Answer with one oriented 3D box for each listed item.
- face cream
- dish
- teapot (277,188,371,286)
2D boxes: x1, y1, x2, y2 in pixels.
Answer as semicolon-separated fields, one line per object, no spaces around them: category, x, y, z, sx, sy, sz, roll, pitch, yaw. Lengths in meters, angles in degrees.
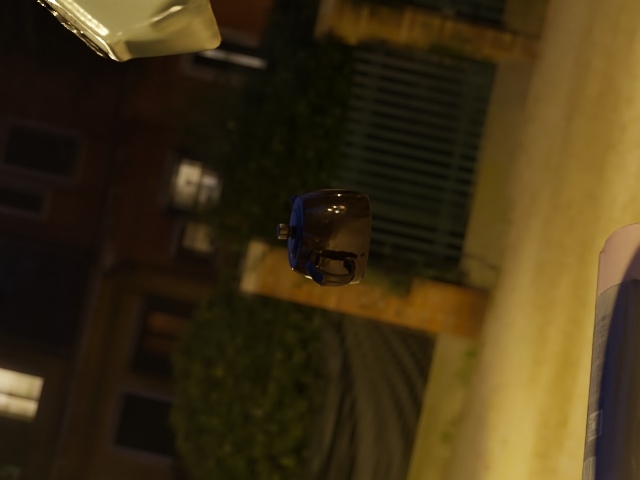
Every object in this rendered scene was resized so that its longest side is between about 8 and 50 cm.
face cream;0.258;0.123;1.618;0.107;0.073;0.269;109;168;-66
dish;-0.193;-0.217;1.487;0.080;0.243;0.182;-50;-4;-4
teapot;0.000;0.000;1.544;0.121;0.068;0.076;-101;20;-54
